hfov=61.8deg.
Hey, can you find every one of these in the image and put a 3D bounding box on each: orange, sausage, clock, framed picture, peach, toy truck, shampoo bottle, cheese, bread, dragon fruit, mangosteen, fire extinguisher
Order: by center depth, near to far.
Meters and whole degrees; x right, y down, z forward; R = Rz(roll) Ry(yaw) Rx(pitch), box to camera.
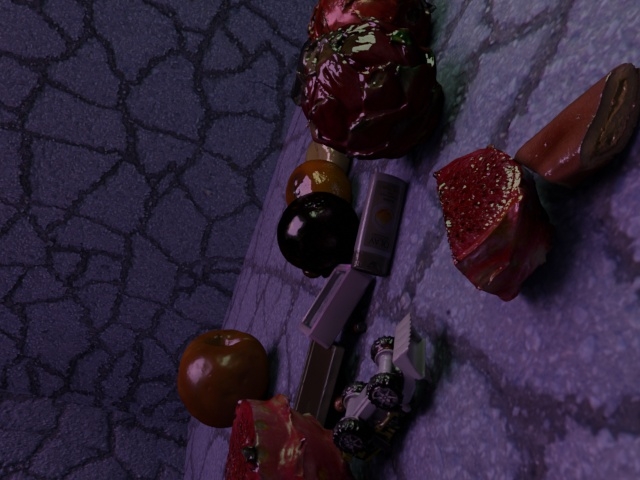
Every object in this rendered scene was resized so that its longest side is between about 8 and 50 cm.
[{"bbox_3d":[0.322,-0.120,0.673,0.192,0.067,0.119,-47,22,56],"label":"bread"},{"bbox_3d":[0.256,-0.026,0.741,0.126,0.161,0.274,-32,25,23],"label":"dragon fruit"},{"bbox_3d":[0.113,0.263,0.922,0.285,0.111,0.136,-62,3,28],"label":"toy truck"},{"bbox_3d":[-0.060,0.481,1.004,0.386,0.249,0.371,-100,24,-44],"label":"dragon fruit"},{"bbox_3d":[0.114,-0.324,1.181,0.329,0.329,0.329,-163,90,-75],"label":"dragon fruit"},{"bbox_3d":[0.132,-0.036,1.211,0.056,0.086,0.227,154,132,-72],"label":"shampoo bottle"},{"bbox_3d":[0.037,0.365,1.213,0.083,0.034,0.034,163,123,-74],"label":"sausage"},{"bbox_3d":[0.078,0.208,1.252,0.083,0.028,0.022,-38,71,64],"label":"fire extinguisher"},{"bbox_3d":[0.032,0.153,1.292,0.197,0.063,0.150,-57,9,-8],"label":"clock"},{"bbox_3d":[-0.039,0.458,1.321,0.326,0.028,0.446,164,121,-80],"label":"framed picture"},{"bbox_3d":[0.132,-0.559,1.388,0.302,0.296,0.295,24,97,46],"label":"dragon fruit"},{"bbox_3d":[0.000,0.000,1.436,0.228,0.228,0.265,-95,-2,-54],"label":"mangosteen"},{"bbox_3d":[-0.013,-0.136,1.606,0.224,0.170,0.224,-9,77,46],"label":"orange"},{"bbox_3d":[0.016,-0.237,1.784,0.226,0.117,0.214,-126,49,-66],"label":"cheese"},{"bbox_3d":[-0.341,0.489,1.892,0.343,0.343,0.301,-132,38,-72],"label":"peach"}]

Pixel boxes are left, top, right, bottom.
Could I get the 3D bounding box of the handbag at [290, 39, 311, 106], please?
[{"bbox_3d":[0.049,-0.531,1.742,0.341,0.240,0.247,-163,89,-74],"label":"handbag"}]
